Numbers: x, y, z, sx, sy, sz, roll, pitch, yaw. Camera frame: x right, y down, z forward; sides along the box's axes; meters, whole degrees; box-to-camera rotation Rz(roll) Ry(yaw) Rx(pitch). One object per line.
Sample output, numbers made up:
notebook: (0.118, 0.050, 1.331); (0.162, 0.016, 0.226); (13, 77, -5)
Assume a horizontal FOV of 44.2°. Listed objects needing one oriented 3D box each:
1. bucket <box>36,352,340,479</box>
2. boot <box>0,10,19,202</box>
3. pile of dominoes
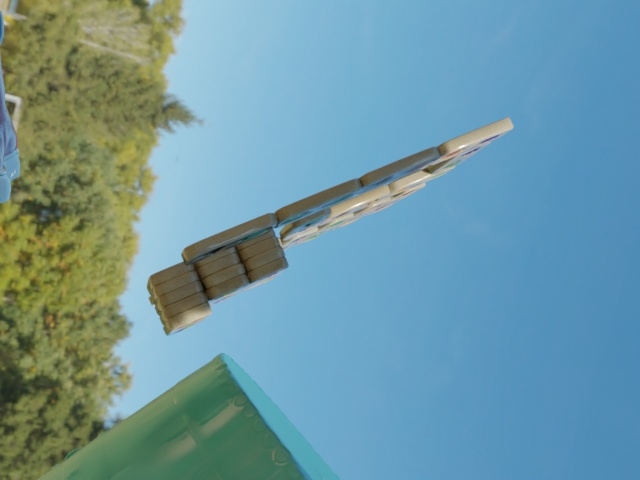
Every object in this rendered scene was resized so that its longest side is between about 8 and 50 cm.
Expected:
bucket: (-0.066, 0.232, 0.581); (0.183, 0.281, 0.281); (-40, -154, -6)
boot: (-0.291, -0.120, 0.618); (0.244, 0.088, 0.176); (-132, -139, -69)
pile of dominoes: (0.000, 0.000, 0.567); (0.040, 0.251, 0.196); (66, -18, 5)
